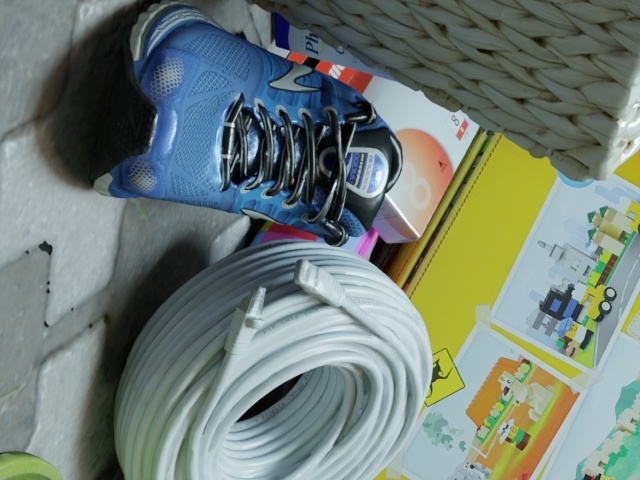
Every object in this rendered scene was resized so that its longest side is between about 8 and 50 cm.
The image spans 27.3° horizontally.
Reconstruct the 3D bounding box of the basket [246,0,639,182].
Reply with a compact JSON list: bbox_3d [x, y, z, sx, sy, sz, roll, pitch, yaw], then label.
[{"bbox_3d":[0.152,-0.274,0.848,0.331,0.328,0.266,-45,156,-32],"label":"basket"}]

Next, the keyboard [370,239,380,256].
[{"bbox_3d":[0.102,-0.126,1.431,0.317,0.033,0.201,-64,157,-20],"label":"keyboard"}]

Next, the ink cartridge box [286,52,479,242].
[{"bbox_3d":[0.050,-0.110,1.094,0.179,0.045,0.145,52,51,-29],"label":"ink cartridge box"}]

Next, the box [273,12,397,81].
[{"bbox_3d":[0.051,-0.193,1.000,0.072,0.137,0.126,88,26,-47],"label":"box"}]

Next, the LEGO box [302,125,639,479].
[{"bbox_3d":[0.203,0.136,1.251,0.500,0.372,0.193,-60,-172,-5],"label":"LEGO box"}]

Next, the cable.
[{"bbox_3d":[-0.036,0.121,0.988,0.257,0.089,0.257,24,108,-48],"label":"cable"}]

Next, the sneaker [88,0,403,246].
[{"bbox_3d":[-0.029,-0.072,0.859,0.330,0.147,0.130,-9,117,-67],"label":"sneaker"}]

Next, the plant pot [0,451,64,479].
[{"bbox_3d":[-0.124,0.301,0.779,0.276,0.253,0.276,20,90,-73],"label":"plant pot"}]

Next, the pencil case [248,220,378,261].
[{"bbox_3d":[0.000,0.000,1.122,0.104,0.104,0.236,88,27,-50],"label":"pencil case"}]

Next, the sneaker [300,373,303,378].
[{"bbox_3d":[-0.029,0.210,1.346,0.170,0.051,0.089,-61,161,-45],"label":"sneaker"}]

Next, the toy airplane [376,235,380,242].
[{"bbox_3d":[0.027,0.042,1.352,0.151,0.028,0.151,-38,150,-27],"label":"toy airplane"}]
